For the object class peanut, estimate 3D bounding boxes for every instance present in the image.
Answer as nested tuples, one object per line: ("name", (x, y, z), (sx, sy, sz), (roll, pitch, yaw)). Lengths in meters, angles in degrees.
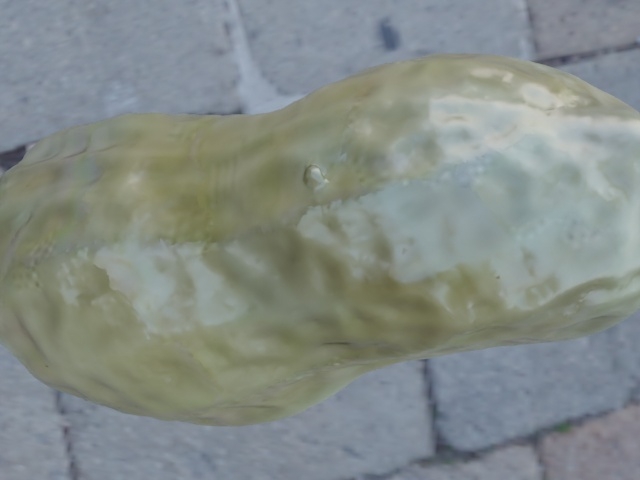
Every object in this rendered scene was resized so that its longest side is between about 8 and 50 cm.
("peanut", (0.000, 0.000, 0.812), (0.149, 0.313, 0.149), (42, 41, -51))
